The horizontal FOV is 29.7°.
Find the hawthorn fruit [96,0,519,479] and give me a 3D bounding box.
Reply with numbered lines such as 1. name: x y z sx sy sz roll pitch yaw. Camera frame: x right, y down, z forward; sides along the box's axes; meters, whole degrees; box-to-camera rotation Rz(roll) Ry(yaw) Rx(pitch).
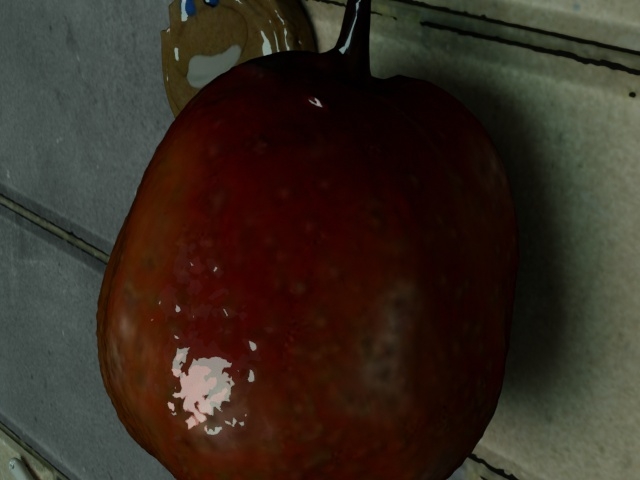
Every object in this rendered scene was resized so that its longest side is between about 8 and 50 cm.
1. hawthorn fruit: 0.000 0.000 0.795 0.285 0.285 0.369 27 108 43

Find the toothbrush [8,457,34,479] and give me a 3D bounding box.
1. toothbrush: -0.321 0.357 1.503 0.263 0.026 0.022 40 99 37

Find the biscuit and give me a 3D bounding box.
1. biscuit: -0.073 -0.171 1.006 0.183 0.047 0.319 25 120 40
